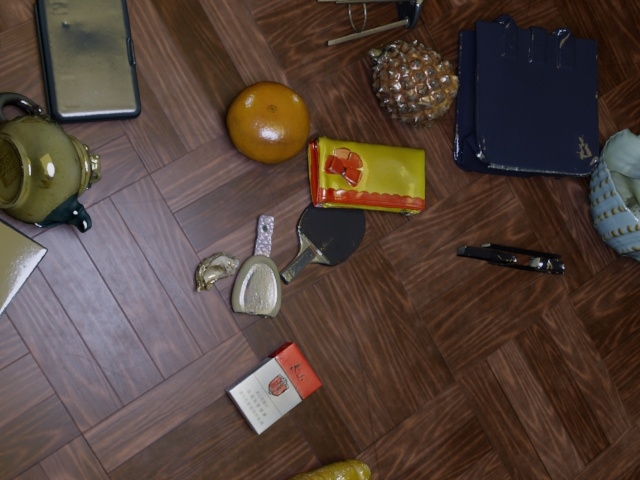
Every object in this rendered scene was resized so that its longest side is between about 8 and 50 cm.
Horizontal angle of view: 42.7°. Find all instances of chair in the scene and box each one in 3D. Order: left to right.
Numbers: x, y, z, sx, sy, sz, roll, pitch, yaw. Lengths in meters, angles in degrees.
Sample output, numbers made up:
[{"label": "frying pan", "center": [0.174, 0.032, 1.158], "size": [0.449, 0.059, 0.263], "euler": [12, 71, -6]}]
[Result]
[{"label": "chair", "center": [0.110, -0.456, 1.635], "size": [0.221, 0.104, 0.095], "euler": [-15, 117, -17]}]

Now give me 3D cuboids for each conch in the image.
[{"label": "conch", "center": [0.700, -0.070, 1.769], "size": [0.303, 0.215, 0.319], "euler": [-2, 55, -27]}]

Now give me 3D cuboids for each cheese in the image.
[{"label": "cheese", "center": [-0.113, 0.047, 1.533], "size": [0.097, 0.037, 0.192], "euler": [8, 82, -21]}]

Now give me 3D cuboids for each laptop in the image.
[{"label": "laptop", "center": [-0.561, 0.053, 1.370], "size": [0.129, 0.016, 0.180], "euler": [36, 75, -15]}]

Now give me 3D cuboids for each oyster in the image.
[{"label": "oyster", "center": [-0.194, 0.058, 1.512], "size": [0.083, 0.038, 0.080], "euler": [12, 92, -46]}]

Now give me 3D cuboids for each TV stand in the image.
[{"label": "TV stand", "center": [0.404, 0.036, 1.735], "size": [0.249, 0.036, 0.042], "euler": [9, 84, -20]}]

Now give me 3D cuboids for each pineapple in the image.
[{"label": "pineapple", "center": [0.171, -0.315, 1.609], "size": [0.193, 0.166, 0.166], "euler": [34, 75, -13]}]

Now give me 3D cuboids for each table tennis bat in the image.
[{"label": "table tennis bat", "center": [0.000, 0.000, 1.591], "size": [0.130, 0.019, 0.220], "euler": [48, 70, -10]}]

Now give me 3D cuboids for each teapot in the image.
[{"label": "teapot", "center": [-0.458, -0.130, 1.363], "size": [0.182, 0.173, 0.269], "euler": [-10, 69, -53]}]

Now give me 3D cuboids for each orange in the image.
[{"label": "orange", "center": [-0.097, -0.215, 1.515], "size": [0.156, 0.124, 0.156], "euler": [5, 69, -12]}]

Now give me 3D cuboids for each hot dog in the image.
[{"label": "hot dog", "center": [-0.041, 0.466, 1.510], "size": [0.289, 0.083, 0.068], "euler": [-13, 71, -22]}]

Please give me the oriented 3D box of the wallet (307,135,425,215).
[{"label": "wallet", "center": [0.097, -0.125, 1.606], "size": [0.241, 0.067, 0.141], "euler": [3, 79, -22]}]

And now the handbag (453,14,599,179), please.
[{"label": "handbag", "center": [0.434, -0.297, 1.727], "size": [0.303, 0.122, 0.329], "euler": [3, 85, -20]}]

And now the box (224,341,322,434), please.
[{"label": "box", "center": [-0.087, 0.273, 1.521], "size": [0.152, 0.048, 0.100], "euler": [-35, 100, -18]}]

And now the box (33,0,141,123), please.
[{"label": "box", "center": [-0.408, -0.323, 1.440], "size": [0.160, 0.050, 0.230], "euler": [-8, 88, -21]}]
